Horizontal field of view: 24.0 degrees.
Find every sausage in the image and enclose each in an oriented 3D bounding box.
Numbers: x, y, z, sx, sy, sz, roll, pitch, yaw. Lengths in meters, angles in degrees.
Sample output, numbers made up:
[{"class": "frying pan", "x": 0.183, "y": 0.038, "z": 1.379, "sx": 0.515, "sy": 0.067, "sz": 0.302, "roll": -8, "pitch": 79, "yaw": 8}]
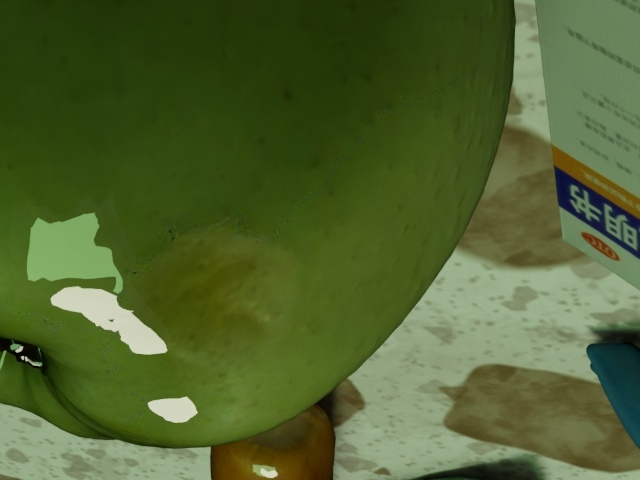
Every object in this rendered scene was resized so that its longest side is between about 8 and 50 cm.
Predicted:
[{"class": "sausage", "x": -0.042, "y": 0.217, "z": 1.304, "sx": 0.105, "sy": 0.105, "sz": 0.274, "roll": 10, "pitch": 146, "yaw": 4}]

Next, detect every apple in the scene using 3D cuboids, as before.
[{"class": "apple", "x": -0.089, "y": -0.091, "z": 0.669, "sx": 0.357, "sy": 0.357, "sz": 0.357, "roll": 9, "pitch": 146, "yaw": 6}]

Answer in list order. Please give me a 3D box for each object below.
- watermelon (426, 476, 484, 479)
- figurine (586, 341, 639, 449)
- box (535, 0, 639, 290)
[{"class": "watermelon", "x": 0.091, "y": 0.274, "z": 1.312, "sx": 0.207, "sy": 0.202, "sz": 0.136, "roll": -2, "pitch": 105, "yaw": 17}, {"class": "figurine", "x": 0.349, "y": 0.142, "z": 1.003, "sx": 0.298, "sy": 0.243, "sz": 0.416, "roll": 7, "pitch": 168, "yaw": -9}, {"class": "box", "x": 0.213, "y": -0.067, "z": 0.719, "sx": 0.200, "sy": 0.106, "sz": 0.299, "roll": 37, "pitch": 161, "yaw": 33}]
